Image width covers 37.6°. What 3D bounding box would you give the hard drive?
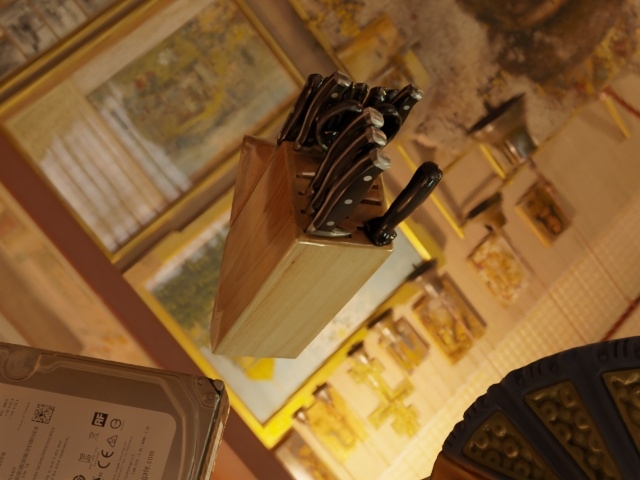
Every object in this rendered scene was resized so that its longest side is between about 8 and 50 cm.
[{"bbox_3d":[-0.279,0.222,0.910,0.064,0.338,0.237,84,17,-58],"label":"hard drive"}]

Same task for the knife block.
[{"bbox_3d":[0.000,0.000,0.764,0.242,0.088,0.276,-145,-116,-65],"label":"knife block"}]

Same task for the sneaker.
[{"bbox_3d":[0.108,0.121,0.413,0.131,0.112,0.296,3,150,-43],"label":"sneaker"}]
